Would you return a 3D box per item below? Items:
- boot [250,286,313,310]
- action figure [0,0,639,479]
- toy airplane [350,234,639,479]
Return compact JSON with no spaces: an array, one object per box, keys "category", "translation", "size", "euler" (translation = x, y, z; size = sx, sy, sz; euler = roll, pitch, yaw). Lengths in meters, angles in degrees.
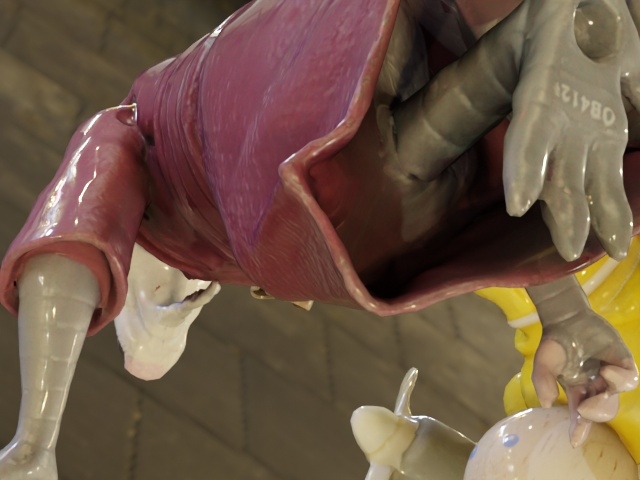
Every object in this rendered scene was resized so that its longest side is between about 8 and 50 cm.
[{"category":"boot","translation":[0.000,0.000,1.140],"size":[0.042,0.087,0.118],"euler":[25,-14,-28]},{"category":"action figure","translation":[-0.013,-0.045,0.635],"size":[0.248,0.370,0.276],"euler":[-11,86,-31]},{"category":"toy airplane","translation":[0.185,0.109,0.966],"size":[0.384,0.386,0.272],"euler":[34,46,30]}]
